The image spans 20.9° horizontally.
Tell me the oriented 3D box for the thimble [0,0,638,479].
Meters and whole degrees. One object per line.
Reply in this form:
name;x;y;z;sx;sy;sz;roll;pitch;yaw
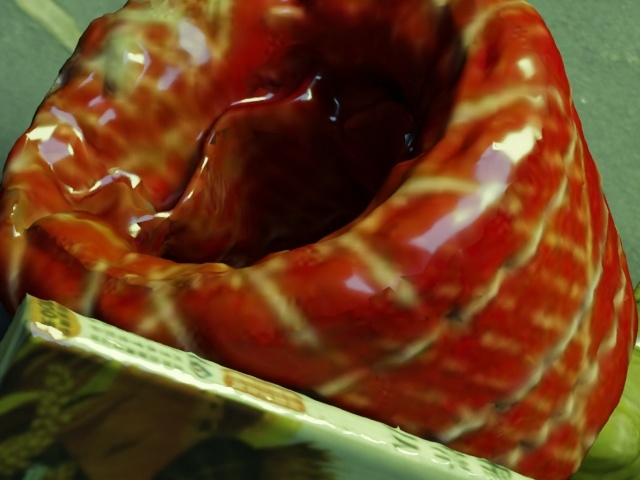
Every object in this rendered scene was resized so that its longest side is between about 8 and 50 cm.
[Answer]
thimble;0.000;0.000;1.005;0.350;0.230;0.350;-14;43;14

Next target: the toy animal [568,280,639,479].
toy animal;0.254;0.114;1.155;0.363;0.180;0.181;7;37;-17

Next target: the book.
book;-0.012;0.227;0.904;0.428;0.300;0.039;21;19;-18
